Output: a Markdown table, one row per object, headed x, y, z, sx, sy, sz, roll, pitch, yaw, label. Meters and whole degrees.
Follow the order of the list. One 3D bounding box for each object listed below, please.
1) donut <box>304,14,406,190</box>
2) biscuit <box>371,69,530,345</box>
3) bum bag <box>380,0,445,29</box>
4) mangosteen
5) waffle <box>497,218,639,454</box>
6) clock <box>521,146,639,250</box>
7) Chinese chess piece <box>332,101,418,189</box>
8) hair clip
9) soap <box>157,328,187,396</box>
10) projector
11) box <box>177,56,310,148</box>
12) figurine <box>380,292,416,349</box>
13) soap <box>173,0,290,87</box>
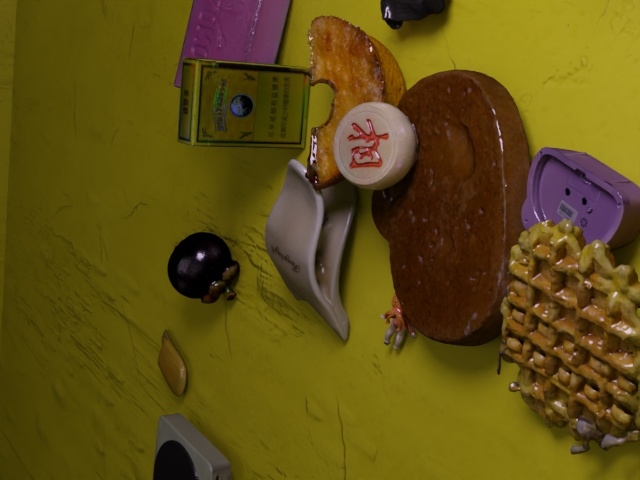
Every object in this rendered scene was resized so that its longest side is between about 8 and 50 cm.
| x | y | z | sx | sy | sz | roll | pitch | yaw | label |
| --- | --- | --- | --- | --- | --- | --- | --- | --- | --- |
| 0.058 | -0.202 | 1.516 | 0.152 | 0.101 | 0.259 | 2 | 88 | 47 | donut |
| 0.173 | -0.042 | 1.391 | 0.314 | 0.063 | 0.367 | -4 | 87 | 62 | biscuit |
| 0.151 | -0.438 | 1.396 | 0.142 | 0.080 | 0.326 | -128 | 43 | -53 | bum bag |
| -0.220 | 0.059 | 1.978 | 0.151 | 0.137 | 0.137 | 41 | 134 | 6 | mangosteen |
| 0.289 | 0.108 | 1.170 | 0.262 | 0.060 | 0.280 | 67 | 154 | 9 | waffle |
| 0.303 | -0.037 | 1.192 | 0.152 | 0.050 | 0.110 | 46 | 129 | 47 | clock |
| 0.074 | -0.130 | 1.417 | 0.122 | 0.051 | 0.122 | 2 | 93 | 39 | Chinese chess piece |
| -0.017 | 0.007 | 1.646 | 0.172 | 0.113 | 0.282 | 39 | 125 | 50 | hair clip |
| -0.325 | 0.265 | 2.224 | 0.168 | 0.033 | 0.089 | 47 | 127 | 47 | soap |
| -0.261 | 0.516 | 2.092 | 0.259 | 0.079 | 0.257 | 27 | 115 | 54 | projector |
| -0.125 | -0.226 | 1.705 | 0.064 | 0.220 | 0.141 | 21 | 108 | 55 | box |
| 0.116 | 0.118 | 1.509 | 0.064 | 0.047 | 0.109 | 30 | 128 | 21 | figurine |
| -0.153 | -0.368 | 1.799 | 0.181 | 0.081 | 0.259 | 23 | 101 | 40 | soap |
